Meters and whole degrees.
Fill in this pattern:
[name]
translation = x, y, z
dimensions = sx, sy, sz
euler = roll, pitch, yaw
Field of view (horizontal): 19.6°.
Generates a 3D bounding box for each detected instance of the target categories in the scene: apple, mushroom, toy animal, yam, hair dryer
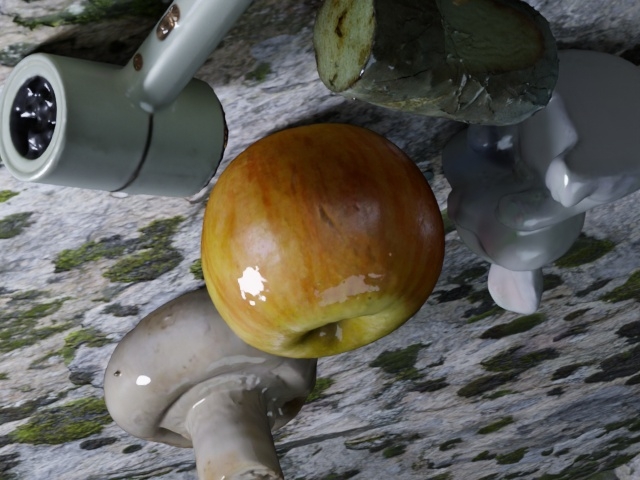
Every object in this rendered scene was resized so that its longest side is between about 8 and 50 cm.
[apple]
translation = 0.000, 0.000, 2.095
dimensions = 0.286, 0.233, 0.286
euler = -13, 159, -5
[mushroom]
translation = -0.123, 0.217, 2.389
dimensions = 0.293, 0.290, 0.292
euler = -14, 151, -8
[toy animal]
translation = 0.270, -0.063, 2.207
dimensions = 0.241, 0.196, 0.367
euler = -3, 149, -34
[yam]
translation = 0.106, -0.194, 1.866
dimensions = 0.254, 0.154, 0.154
euler = 3, 148, -39
[hair dryer]
translation = -0.140, -0.184, 1.768
dimensions = 0.203, 0.128, 0.362
euler = 6, 138, -41

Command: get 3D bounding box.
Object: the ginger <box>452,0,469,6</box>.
[ginger]
translation = 0.156, -0.296, 1.762
dimensions = 0.115, 0.081, 0.205
euler = -26, 157, -13

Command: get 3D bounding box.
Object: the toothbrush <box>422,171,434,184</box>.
[toothbrush]
translation = 0.038, -0.042, 2.296
dimensions = 0.219, 0.016, 0.019
euler = -21, 164, 2
